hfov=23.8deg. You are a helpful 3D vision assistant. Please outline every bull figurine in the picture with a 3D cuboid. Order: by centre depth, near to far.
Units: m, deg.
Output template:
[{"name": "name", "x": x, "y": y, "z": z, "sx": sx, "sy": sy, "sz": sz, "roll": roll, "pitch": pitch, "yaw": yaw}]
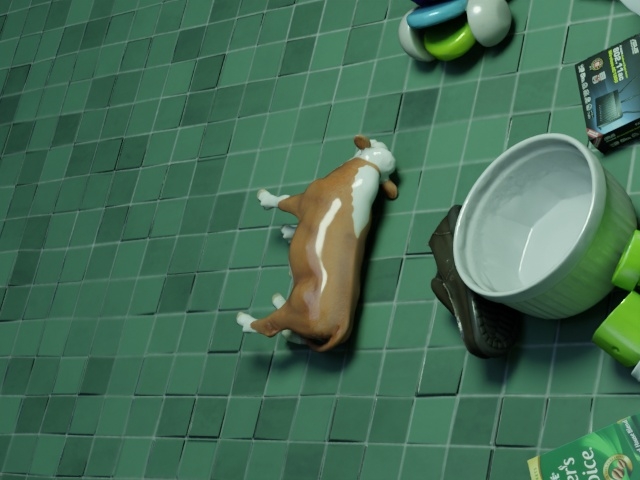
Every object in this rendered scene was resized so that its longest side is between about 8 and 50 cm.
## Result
[{"name": "bull figurine", "x": 0.000, "y": 0.000, "z": 1.999, "sx": 0.188, "sy": 0.101, "sz": 0.310, "roll": -11, "pitch": 57, "yaw": 42}]

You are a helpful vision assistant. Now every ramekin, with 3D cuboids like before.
[{"name": "ramekin", "x": 0.264, "y": -0.008, "z": 1.743, "sx": 0.207, "sy": 0.109, "sz": 0.207, "roll": -30, "pitch": 44, "yaw": 35}]

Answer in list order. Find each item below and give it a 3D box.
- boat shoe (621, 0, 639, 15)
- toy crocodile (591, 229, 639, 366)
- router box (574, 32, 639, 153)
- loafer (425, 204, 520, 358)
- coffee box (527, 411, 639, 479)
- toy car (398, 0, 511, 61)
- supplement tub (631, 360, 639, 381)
[{"name": "boat shoe", "x": 0.451, "y": -0.281, "z": 1.662, "sx": 0.367, "sy": 0.136, "sz": 0.156, "roll": 50, "pitch": 132, "yaw": 33}, {"name": "toy crocodile", "x": 0.401, "y": -0.019, "z": 1.656, "sx": 0.115, "sy": 0.105, "sz": 0.340, "roll": 24, "pitch": 81, "yaw": 5}, {"name": "router box", "x": 0.360, "y": -0.176, "z": 1.822, "sx": 0.092, "sy": 0.038, "sz": 0.122, "roll": -25, "pitch": 52, "yaw": 28}, {"name": "loafer", "x": 0.179, "y": 0.060, "z": 1.830, "sx": 0.078, "sy": 0.080, "sz": 0.220, "roll": -42, "pitch": 37, "yaw": 33}, {"name": "coffee box", "x": 0.314, "y": 0.254, "z": 1.612, "sx": 0.184, "sy": 0.040, "sz": 0.113, "roll": -28, "pitch": 51, "yaw": 27}, {"name": "toy car", "x": 0.166, "y": -0.332, "z": 2.014, "sx": 0.159, "sy": 0.136, "sz": 0.182, "roll": -7, "pitch": 62, "yaw": 39}, {"name": "supplement tub", "x": 0.383, "y": 0.144, "z": 1.563, "sx": 0.107, "sy": 0.071, "sz": 0.071, "roll": 37, "pitch": 94, "yaw": 14}]
